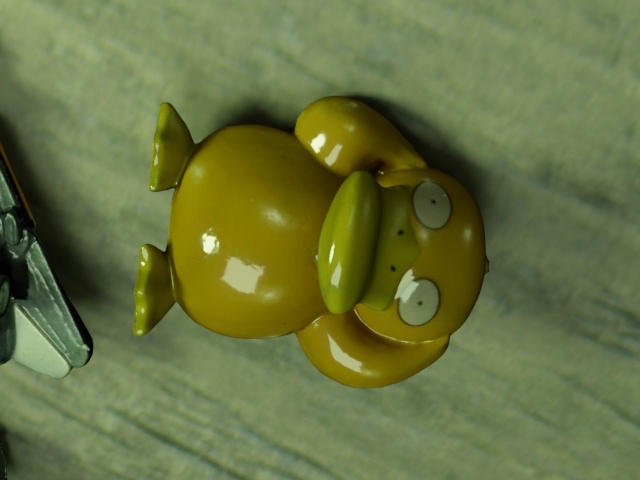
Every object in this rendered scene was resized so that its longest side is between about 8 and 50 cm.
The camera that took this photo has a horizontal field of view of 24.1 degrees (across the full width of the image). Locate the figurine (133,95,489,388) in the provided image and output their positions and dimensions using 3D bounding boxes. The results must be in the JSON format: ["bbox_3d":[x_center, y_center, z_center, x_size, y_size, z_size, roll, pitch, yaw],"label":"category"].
[{"bbox_3d":[-0.006,-0.001,1.062,0.228,0.215,0.215,7,135,28],"label":"figurine"}]

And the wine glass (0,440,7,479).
[{"bbox_3d":[-0.414,0.217,1.383,0.241,0.126,0.126,8,134,10],"label":"wine glass"}]

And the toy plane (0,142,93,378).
[{"bbox_3d":[-0.276,-0.026,1.134,0.204,0.103,0.316,9,134,6],"label":"toy plane"}]
